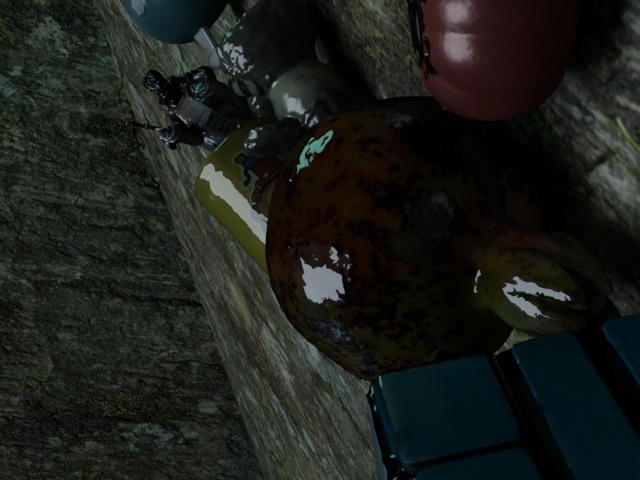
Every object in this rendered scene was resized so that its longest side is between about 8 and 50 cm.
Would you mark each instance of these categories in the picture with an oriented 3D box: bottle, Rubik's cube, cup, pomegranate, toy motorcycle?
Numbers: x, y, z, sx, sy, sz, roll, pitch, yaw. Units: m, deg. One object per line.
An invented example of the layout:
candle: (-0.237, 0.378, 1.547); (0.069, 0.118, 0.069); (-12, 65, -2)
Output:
bottle: (0.000, 0.000, 1.259); (0.351, 0.172, 0.171); (45, 157, 18)
Rubik's cube: (0.203, 0.250, 0.665); (0.288, 0.284, 0.293); (-105, 1, -57)
cup: (-0.214, -0.421, 1.486); (0.299, 0.168, 0.173); (63, 150, -2)
pomegranate: (0.113, 0.011, 0.837); (0.341, 0.285, 0.284); (18, 131, 46)
toy motorcycle: (-0.193, -0.213, 1.538); (0.207, 0.134, 0.401); (36, -171, 18)

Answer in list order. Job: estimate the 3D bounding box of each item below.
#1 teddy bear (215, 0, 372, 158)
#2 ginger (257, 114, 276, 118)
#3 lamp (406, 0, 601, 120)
teddy bear: (-0.044, -0.189, 1.208); (0.250, 0.171, 0.144); (63, 169, 10)
ginger: (-0.046, -0.161, 1.443); (0.298, 0.065, 0.118); (65, 158, 21)
lamp: (0.137, -0.182, 0.712); (0.182, 0.140, 0.181); (171, 90, -88)
